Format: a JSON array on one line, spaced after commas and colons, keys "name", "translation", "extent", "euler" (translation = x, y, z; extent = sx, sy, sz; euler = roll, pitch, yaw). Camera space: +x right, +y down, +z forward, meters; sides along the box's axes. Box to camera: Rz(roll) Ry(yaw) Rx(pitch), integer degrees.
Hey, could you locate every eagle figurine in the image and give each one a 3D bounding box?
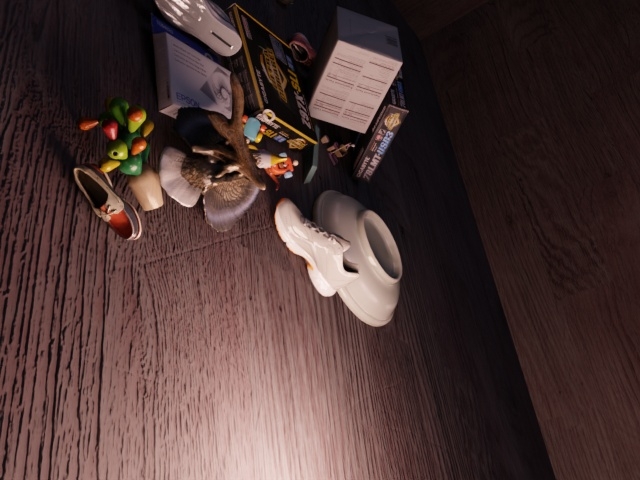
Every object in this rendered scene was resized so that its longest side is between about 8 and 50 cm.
[{"name": "eagle figurine", "translation": [-0.174, -0.140, 1.145], "extent": [0.225, 0.298, 0.226], "euler": [28, 81, -19]}]

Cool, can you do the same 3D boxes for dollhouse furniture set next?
[{"name": "dollhouse furniture set", "translation": [0.069, -0.297, 1.915], "extent": [0.091, 0.081, 0.114], "euler": [61, 25, -9]}]

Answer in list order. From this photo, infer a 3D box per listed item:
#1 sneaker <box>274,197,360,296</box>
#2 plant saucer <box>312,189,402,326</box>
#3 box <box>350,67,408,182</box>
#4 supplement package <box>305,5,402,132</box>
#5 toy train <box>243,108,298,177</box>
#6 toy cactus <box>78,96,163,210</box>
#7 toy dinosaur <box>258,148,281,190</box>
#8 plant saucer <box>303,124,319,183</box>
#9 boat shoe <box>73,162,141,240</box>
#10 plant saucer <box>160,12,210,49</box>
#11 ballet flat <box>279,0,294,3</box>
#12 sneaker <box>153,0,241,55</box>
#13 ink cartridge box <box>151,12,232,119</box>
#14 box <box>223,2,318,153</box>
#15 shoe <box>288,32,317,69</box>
[{"name": "sneaker", "translation": [0.000, 0.000, 1.455], "extent": [0.262, 0.121, 0.099], "euler": [56, 25, -19]}, {"name": "plant saucer", "translation": [0.129, 0.031, 1.709], "extent": [0.400, 0.101, 0.400], "euler": [45, 31, -38]}, {"name": "box", "translation": [0.174, -0.383, 1.976], "extent": [0.074, 0.295, 0.293], "euler": [15, 45, -12]}, {"name": "supplement package", "translation": [0.091, -0.498, 1.855], "extent": [0.198, 0.262, 0.199], "euler": [15, 45, -15]}, {"name": "toy train", "translation": [-0.130, -0.212, 1.443], "extent": [0.125, 0.046, 0.166], "euler": [-16, 83, -31]}, {"name": "toy cactus", "translation": [-0.302, -0.132, 0.991], "extent": [0.219, 0.112, 0.180], "euler": [-139, -149, -66]}, {"name": "toy dinosaur", "translation": [-0.121, -0.177, 1.481], "extent": [0.082, 0.047, 0.090], "euler": [21, 58, -29]}, {"name": "plant saucer", "translation": [-0.022, -0.233, 1.696], "extent": [0.018, 0.067, 0.192], "euler": [17, 42, -14]}, {"name": "boat shoe", "translation": [-0.323, -0.057, 0.952], "extent": [0.137, 0.049, 0.043], "euler": [58, 13, -2]}, {"name": "plant saucer", "translation": [-0.308, -0.500, 1.422], "extent": [0.168, 0.029, 0.168], "euler": [45, 30, -36]}, {"name": "ballet flat", "translation": [-0.140, -0.904, 2.074], "extent": [0.096, 0.095, 0.280], "euler": [-6, 83, -74]}, {"name": "sneaker", "translation": [-0.277, -0.496, 1.363], "extent": [0.258, 0.094, 0.091], "euler": [36, 19, -54]}, {"name": "ink cartridge box", "translation": [-0.256, -0.340, 1.322], "extent": [0.223, 0.045, 0.223], "euler": [16, 60, -59]}, {"name": "box", "translation": [-0.136, -0.407, 1.622], "extent": [0.257, 0.079, 0.321], "euler": [22, 48, -58]}, {"name": "shoe", "translation": [-0.035, -0.571, 1.995], "extent": [0.178, 0.064, 0.081], "euler": [47, 31, -24]}]
